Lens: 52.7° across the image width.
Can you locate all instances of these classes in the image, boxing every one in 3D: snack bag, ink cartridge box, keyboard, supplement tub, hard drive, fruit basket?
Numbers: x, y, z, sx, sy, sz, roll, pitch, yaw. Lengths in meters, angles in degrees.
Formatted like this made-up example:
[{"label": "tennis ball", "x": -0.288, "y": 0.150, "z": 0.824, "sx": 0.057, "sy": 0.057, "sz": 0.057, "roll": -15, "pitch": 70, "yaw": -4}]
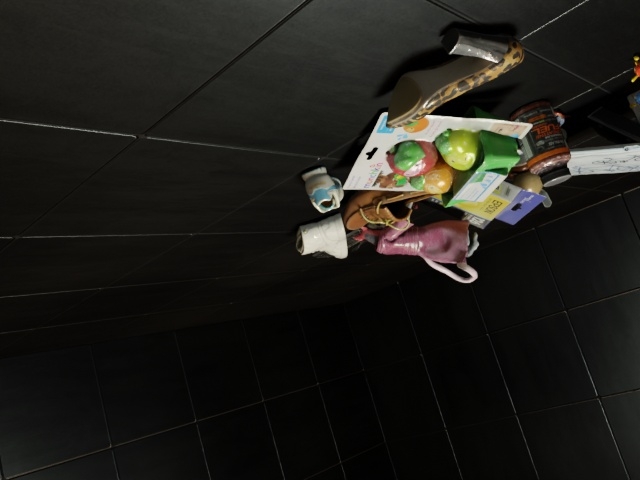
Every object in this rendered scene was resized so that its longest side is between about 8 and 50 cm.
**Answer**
[{"label": "snack bag", "x": 0.782, "y": -0.227, "z": 1.791, "sx": 0.323, "sy": 0.037, "sz": 0.342, "roll": 0, "pitch": 177, "yaw": 39}, {"label": "ink cartridge box", "x": 0.883, "y": -0.355, "z": 1.764, "sx": 0.052, "sy": 0.088, "sz": 0.122, "roll": -27, "pitch": 165, "yaw": 27}, {"label": "ink cartridge box", "x": 0.465, "y": -0.119, "z": 1.917, "sx": 0.307, "sy": 0.072, "sz": 0.303, "roll": 25, "pitch": 167, "yaw": 5}, {"label": "keyboard", "x": 0.122, "y": 0.007, "z": 2.511, "sx": 0.202, "sy": 0.033, "sz": 0.317, "roll": -8, "pitch": 166, "yaw": -36}, {"label": "supplement tub", "x": 0.548, "y": -0.235, "z": 1.589, "sx": 0.106, "sy": 0.198, "sz": 0.106, "roll": -17, "pitch": 168, "yaw": -4}, {"label": "hard drive", "x": 0.849, "y": -0.302, "z": 1.813, "sx": 0.255, "sy": 0.172, "sz": 0.054, "roll": 8, "pitch": 115, "yaw": -59}, {"label": "fruit basket", "x": 0.261, "y": -0.182, "z": 1.502, "sx": 0.353, "sy": 0.165, "sz": 0.327, "roll": -4, "pitch": 156, "yaw": -17}]

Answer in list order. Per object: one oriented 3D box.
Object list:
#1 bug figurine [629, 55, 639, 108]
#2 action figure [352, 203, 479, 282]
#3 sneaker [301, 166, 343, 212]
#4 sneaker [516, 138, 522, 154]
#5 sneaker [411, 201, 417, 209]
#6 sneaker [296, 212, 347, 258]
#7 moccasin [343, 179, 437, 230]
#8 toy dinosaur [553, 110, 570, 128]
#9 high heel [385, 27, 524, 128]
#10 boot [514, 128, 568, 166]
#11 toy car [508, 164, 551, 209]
[{"label": "bug figurine", "x": 0.835, "y": -0.404, "z": 1.521, "sx": 0.216, "sy": 0.072, "sz": 0.279, "roll": -28, "pitch": 161, "yaw": 19}, {"label": "action figure", "x": 0.285, "y": 0.010, "z": 2.010, "sx": 0.370, "sy": 0.275, "sz": 0.248, "roll": 1, "pitch": 159, "yaw": 0}, {"label": "sneaker", "x": 0.011, "y": -0.115, "z": 1.654, "sx": 0.087, "sy": 0.092, "sz": 0.229, "roll": -21, "pitch": 169, "yaw": 12}, {"label": "sneaker", "x": 0.515, "y": -0.258, "z": 1.726, "sx": 0.211, "sy": 0.080, "sz": 0.081, "roll": -5, "pitch": 160, "yaw": -39}, {"label": "sneaker", "x": 0.291, "y": -0.128, "z": 2.068, "sx": 0.047, "sy": 0.057, "sz": 0.119, "roll": -18, "pitch": 167, "yaw": 14}, {"label": "sneaker", "x": 0.000, "y": 0.000, "z": 2.161, "sx": 0.169, "sy": 0.108, "sz": 0.292, "roll": -15, "pitch": 158, "yaw": 0}, {"label": "moccasin", "x": 0.205, "y": -0.106, "z": 1.826, "sx": 0.139, "sy": 0.147, "sz": 0.380, "roll": -4, "pitch": 163, "yaw": -46}, {"label": "toy dinosaur", "x": 0.629, "y": -0.329, "z": 1.711, "sx": 0.090, "sy": 0.047, "sz": 0.082, "roll": -48, "pitch": 163, "yaw": -11}, {"label": "high heel", "x": 0.248, "y": -0.282, "z": 1.201, "sx": 0.186, "sy": 0.093, "sz": 0.261, "roll": -2, "pitch": 153, "yaw": -31}, {"label": "boot", "x": 0.632, "y": -0.261, "z": 1.890, "sx": 0.190, "sy": 0.069, "sz": 0.086, "roll": -23, "pitch": 162, "yaw": 22}, {"label": "toy car", "x": 0.632, "y": -0.178, "z": 1.983, "sx": 0.155, "sy": 0.188, "sz": 0.149, "roll": -19, "pitch": 168, "yaw": 10}]
